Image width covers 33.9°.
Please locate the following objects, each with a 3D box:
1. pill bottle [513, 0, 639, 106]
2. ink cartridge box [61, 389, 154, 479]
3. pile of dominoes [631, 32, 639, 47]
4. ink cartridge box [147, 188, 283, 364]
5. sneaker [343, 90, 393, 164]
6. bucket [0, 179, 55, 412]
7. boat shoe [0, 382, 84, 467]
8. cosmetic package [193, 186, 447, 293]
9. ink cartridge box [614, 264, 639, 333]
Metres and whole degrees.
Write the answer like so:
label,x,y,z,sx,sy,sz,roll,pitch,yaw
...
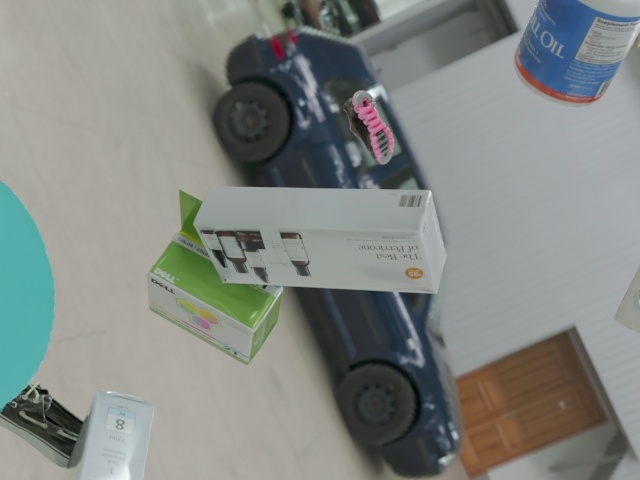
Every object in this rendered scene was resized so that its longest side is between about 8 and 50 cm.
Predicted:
label,x,y,z,sx,sy,sz,roll,pitch,yaw
pill bottle,0.319,-0.276,1.229,0.221,0.124,0.124,108,-28,-46
ink cartridge box,-0.309,0.432,1.330,0.091,0.308,0.385,16,40,-15
pile of dominoes,0.453,-0.387,1.488,0.040,0.196,0.251,22,78,-67
ink cartridge box,-0.158,0.058,1.564,0.189,0.097,0.255,28,-28,9
sneaker,0.072,-0.172,1.632,0.047,0.057,0.119,-26,95,-38
bucket,-0.401,0.057,0.999,0.281,0.183,0.281,34,51,-56
boat shoe,-0.409,0.233,1.481,0.219,0.070,0.077,42,19,-24
cosmetic package,0.000,0.000,1.068,0.098,0.239,0.060,68,32,-47
ink cartridge box,0.554,0.000,1.536,0.114,0.273,0.197,29,-34,17
